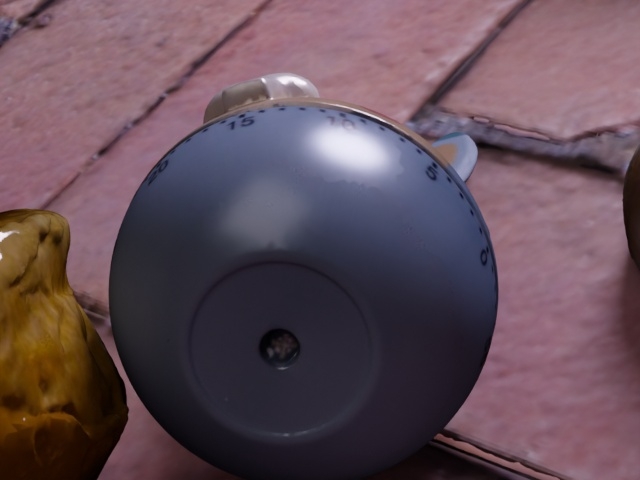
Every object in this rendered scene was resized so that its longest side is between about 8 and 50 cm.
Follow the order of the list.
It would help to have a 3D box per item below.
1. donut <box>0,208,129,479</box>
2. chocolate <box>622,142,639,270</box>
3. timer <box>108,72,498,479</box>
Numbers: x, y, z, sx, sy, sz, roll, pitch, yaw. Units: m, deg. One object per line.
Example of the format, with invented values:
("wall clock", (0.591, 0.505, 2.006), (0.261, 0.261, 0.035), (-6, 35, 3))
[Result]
("donut", (-0.232, 0.104, 0.739), (0.330, 0.160, 0.330), (-26, -4, -2))
("chocolate", (0.239, -0.074, 0.800), (0.254, 0.080, 0.157), (-42, 40, -20))
("timer", (-0.006, -0.010, 0.801), (0.175, 0.175, 0.255), (-16, 37, 13))
